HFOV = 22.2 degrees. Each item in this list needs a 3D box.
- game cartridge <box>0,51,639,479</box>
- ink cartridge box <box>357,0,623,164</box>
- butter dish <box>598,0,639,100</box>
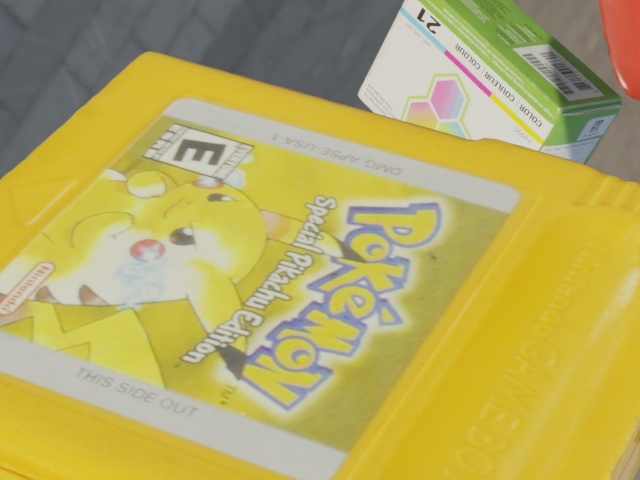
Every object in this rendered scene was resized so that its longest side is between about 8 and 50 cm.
[{"bbox_3d":[-0.011,0.032,0.715,0.285,0.324,0.052,-51,148,-44],"label":"game cartridge"},{"bbox_3d":[0.118,-0.076,1.437,0.097,0.189,0.255,-12,140,-45],"label":"ink cartridge box"},{"bbox_3d":[0.182,-0.149,0.631,0.118,0.160,0.160,-80,158,-54],"label":"butter dish"}]
